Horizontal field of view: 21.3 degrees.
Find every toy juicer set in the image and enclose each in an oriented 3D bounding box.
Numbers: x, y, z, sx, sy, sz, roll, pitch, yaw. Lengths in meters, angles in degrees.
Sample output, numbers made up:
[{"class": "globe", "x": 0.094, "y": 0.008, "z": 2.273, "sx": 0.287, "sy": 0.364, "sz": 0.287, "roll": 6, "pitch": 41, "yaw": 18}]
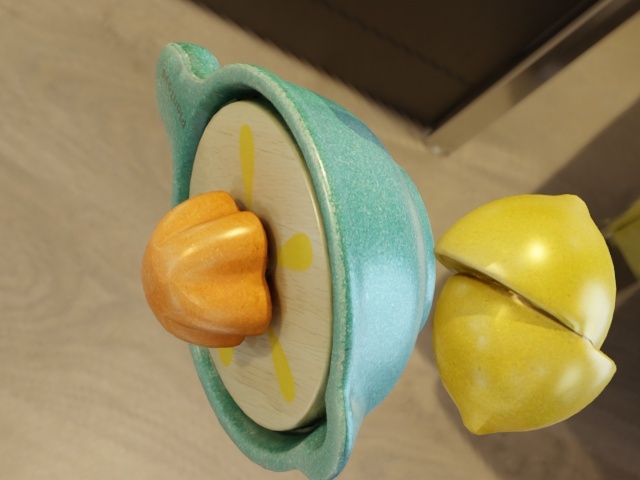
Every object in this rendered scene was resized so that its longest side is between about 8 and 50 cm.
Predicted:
[{"class": "toy juicer set", "x": 0.000, "y": 0.000, "z": 0.530, "sx": 0.089, "sy": 0.209, "sz": 0.329, "roll": -7, "pitch": 82, "yaw": -26}]
